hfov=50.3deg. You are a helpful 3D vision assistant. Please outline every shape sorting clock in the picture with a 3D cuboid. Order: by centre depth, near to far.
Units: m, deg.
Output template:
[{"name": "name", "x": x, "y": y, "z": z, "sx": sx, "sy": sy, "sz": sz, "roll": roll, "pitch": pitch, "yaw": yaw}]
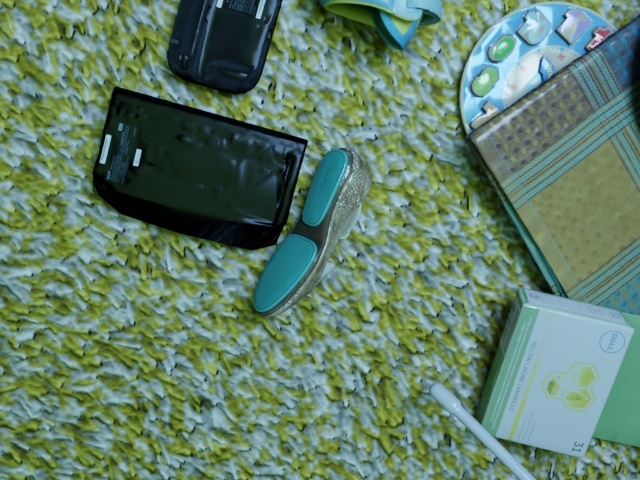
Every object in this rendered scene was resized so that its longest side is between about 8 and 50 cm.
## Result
[{"name": "shape sorting clock", "x": 0.259, "y": -0.163, "z": 0.768, "sx": 0.206, "sy": 0.040, "sz": 0.206, "roll": 0, "pitch": 95, "yaw": -5}]

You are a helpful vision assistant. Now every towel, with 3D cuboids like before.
[{"name": "towel", "x": 0.361, "y": -0.037, "z": 0.771, "sx": 0.271, "sy": 0.040, "sz": 0.370, "roll": -35, "pitch": 103, "yaw": -1}]

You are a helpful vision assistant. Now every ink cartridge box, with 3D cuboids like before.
[{"name": "ink cartridge box", "x": 0.312, "y": 0.160, "z": 0.761, "sx": 0.235, "sy": 0.056, "sz": 0.171, "roll": 13, "pitch": 110, "yaw": 3}]

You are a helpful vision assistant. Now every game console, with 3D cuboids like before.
[{"name": "game console", "x": -0.102, "y": -0.180, "z": 0.736, "sx": 0.213, "sy": 0.044, "sz": 0.361, "roll": 15, "pitch": 94, "yaw": -8}]

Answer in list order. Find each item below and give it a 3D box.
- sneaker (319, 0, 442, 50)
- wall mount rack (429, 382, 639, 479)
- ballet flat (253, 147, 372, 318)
[{"name": "sneaker", "x": 0.134, "y": -0.312, "z": 0.705, "sx": 0.319, "sy": 0.127, "sz": 0.208, "roll": -8, "pitch": 94, "yaw": 5}, {"name": "wall mount rack", "x": 0.197, "y": 0.330, "z": 0.745, "sx": 0.304, "sy": 0.130, "sz": 0.350, "roll": 29, "pitch": 110, "yaw": -11}, {"name": "ballet flat", "x": 0.000, "y": 0.000, "z": 0.748, "sx": 0.067, "sy": 0.073, "sz": 0.206, "roll": 26, "pitch": 95, "yaw": -43}]
